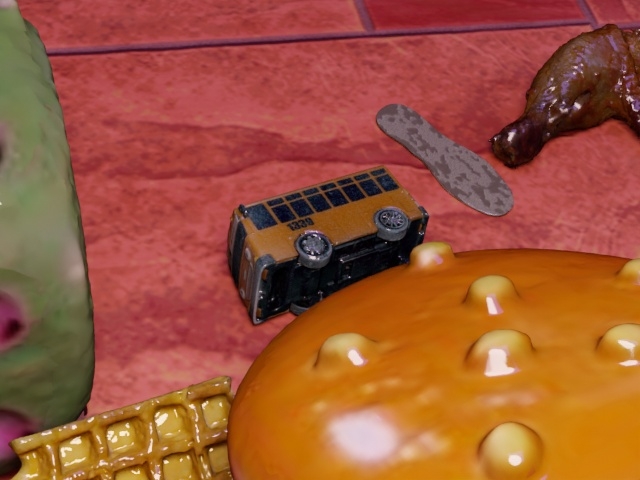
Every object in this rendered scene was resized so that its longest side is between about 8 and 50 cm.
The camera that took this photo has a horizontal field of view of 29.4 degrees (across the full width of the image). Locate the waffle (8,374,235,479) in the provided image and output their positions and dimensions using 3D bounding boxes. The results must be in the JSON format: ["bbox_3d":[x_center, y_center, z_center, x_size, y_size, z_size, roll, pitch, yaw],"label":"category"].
[{"bbox_3d":[-0.148,0.208,0.926,0.211,0.055,0.160,-16,86,-21],"label":"waffle"}]

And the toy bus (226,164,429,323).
[{"bbox_3d":[0.000,0.000,1.159,0.182,0.091,0.103,-17,51,-25],"label":"toy bus"}]

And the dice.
[{"bbox_3d":[-0.356,-0.004,0.946,0.322,0.330,0.318,-11,50,-16],"label":"dice"}]

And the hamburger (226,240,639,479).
[{"bbox_3d":[0.117,0.164,0.825,0.396,0.277,0.396,-6,26,3],"label":"hamburger"}]

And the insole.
[{"bbox_3d":[0.134,-0.088,1.316,0.065,0.006,0.193,-31,59,-31],"label":"insole"}]

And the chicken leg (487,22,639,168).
[{"bbox_3d":[0.335,-0.153,1.364,0.322,0.083,0.177,2,63,-10],"label":"chicken leg"}]
